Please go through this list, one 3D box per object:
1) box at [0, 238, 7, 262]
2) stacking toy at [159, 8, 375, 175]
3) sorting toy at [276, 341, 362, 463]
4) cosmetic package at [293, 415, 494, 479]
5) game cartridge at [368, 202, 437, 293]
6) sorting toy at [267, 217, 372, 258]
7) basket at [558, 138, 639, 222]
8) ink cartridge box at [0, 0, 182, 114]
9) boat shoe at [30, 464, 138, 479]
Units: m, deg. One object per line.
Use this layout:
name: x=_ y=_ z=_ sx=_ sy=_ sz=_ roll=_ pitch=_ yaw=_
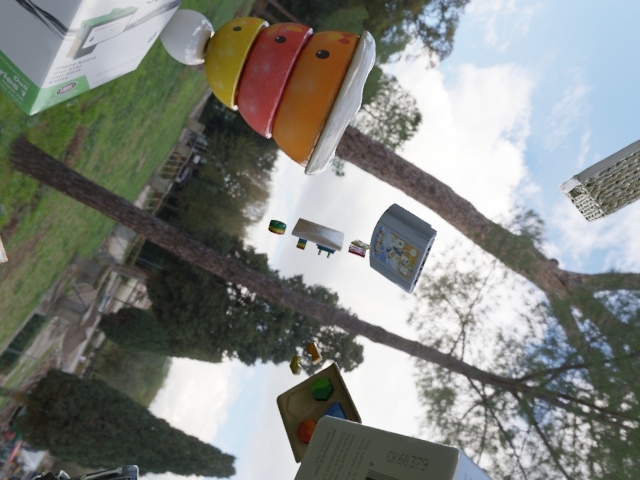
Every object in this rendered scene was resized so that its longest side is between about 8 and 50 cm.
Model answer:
box: x=-0.666 y=0.003 z=0.868 sx=0.028 sy=0.081 sz=0.136 roll=-20 pitch=176 yaw=-4
stacking toy: x=-0.144 y=-0.388 z=1.045 sx=0.350 sy=0.480 sz=0.350 roll=-158 pitch=-90 yaw=-83
sorting toy: x=-0.031 y=0.461 z=1.347 sx=0.229 sy=0.041 sz=0.307 roll=-34 pitch=-134 yaw=5
cosmetic package: x=0.074 y=0.267 z=0.375 sx=0.151 sy=0.183 sz=0.151 roll=-10 pitch=-140 yaw=47
game cartridge: x=0.256 y=0.028 z=1.489 sx=0.062 sy=0.198 sz=0.297 roll=-41 pitch=153 yaw=-37
sorting toy: x=0.000 y=0.000 z=1.195 sx=0.132 sy=0.275 sz=0.046 roll=-73 pitch=-178 yaw=-71
basket: x=0.597 y=-0.119 z=0.916 sx=0.167 sy=0.103 sz=0.113 roll=-29 pitch=170 yaw=7
ink cartridge box: x=-0.211 y=-0.234 z=0.419 sx=0.219 sy=0.092 sz=0.160 roll=-25 pitch=-160 yaw=42
boat shoe: x=-0.354 y=0.345 z=0.598 sx=0.078 sy=0.219 sz=0.070 roll=100 pitch=-18 yaw=-52
